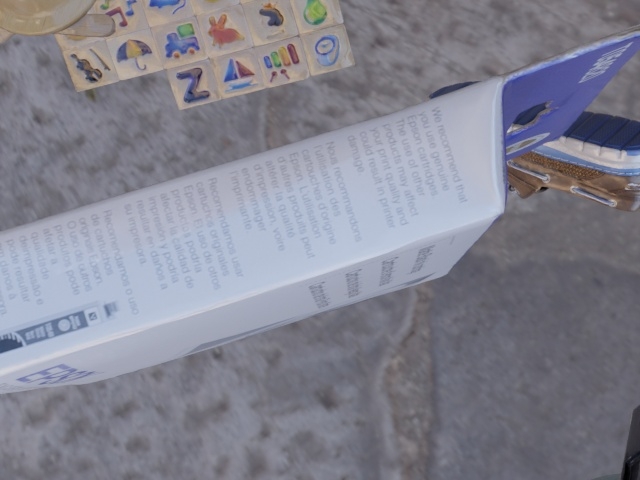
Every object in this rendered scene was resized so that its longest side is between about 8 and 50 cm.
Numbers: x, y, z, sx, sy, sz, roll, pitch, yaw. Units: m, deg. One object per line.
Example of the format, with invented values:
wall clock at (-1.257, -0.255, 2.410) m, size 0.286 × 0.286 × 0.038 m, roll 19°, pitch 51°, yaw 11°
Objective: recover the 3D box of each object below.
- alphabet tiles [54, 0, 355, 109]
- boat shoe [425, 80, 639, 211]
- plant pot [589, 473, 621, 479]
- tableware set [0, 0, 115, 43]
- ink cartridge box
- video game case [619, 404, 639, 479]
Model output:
alphabet tiles at (-0.109, -0.204, 1.181) m, size 0.237 × 0.009 × 0.198 m, roll -14°, pitch 120°, yaw 6°
boat shoe at (0.153, -0.064, 1.029) m, size 0.066 × 0.183 × 0.066 m, roll -32°, pitch 132°, yaw -40°
plant pot at (0.319, 0.352, 1.465) m, size 0.290 × 0.195 × 0.290 m, roll 0°, pitch 116°, yaw 1°
tableware set at (-0.139, -0.137, 0.520) m, size 0.141 × 0.020 × 0.168 m, roll -1°, pitch 87°, yaw 13°
ink cartridge box at (0.000, 0.000, 0.497) m, size 0.224 × 0.223 × 0.045 m, roll -19°, pitch 85°, yaw 1°
video game case at (0.250, 0.231, 0.868) m, size 0.196 × 0.274 × 0.026 m, roll 46°, pitch 116°, yaw -5°
